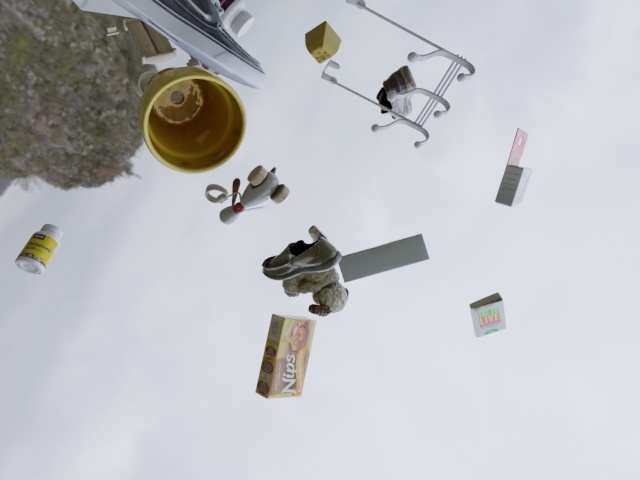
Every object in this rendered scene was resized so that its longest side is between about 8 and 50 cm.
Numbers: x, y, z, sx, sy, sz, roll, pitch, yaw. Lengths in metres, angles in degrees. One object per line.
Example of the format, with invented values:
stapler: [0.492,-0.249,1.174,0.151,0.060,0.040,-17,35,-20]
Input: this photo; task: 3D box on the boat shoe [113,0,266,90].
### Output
boat shoe: [-0.208,-0.369,0.761,0.102,0.301,0.108,-59,-160,2]

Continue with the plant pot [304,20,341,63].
plant pot: [0.005,-0.569,1.340,0.081,0.081,0.083,-18,-128,35]

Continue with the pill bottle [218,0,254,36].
pill bottle: [-0.304,-0.735,1.427,0.108,0.193,0.108,-45,-169,11]

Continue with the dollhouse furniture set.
dollhouse furniture set: [-0.633,-0.736,1.851,0.356,0.303,0.174,-23,168,-23]

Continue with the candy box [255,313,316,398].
candy box: [-0.135,0.459,1.826,0.088,0.183,0.316,9,-95,45]

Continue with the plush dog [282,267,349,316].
plush dog: [0.020,0.177,1.781,0.211,0.263,0.225,-39,-101,45]

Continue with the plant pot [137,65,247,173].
plant pot: [-0.349,-0.336,1.188,0.254,0.254,0.239,-46,-135,7]

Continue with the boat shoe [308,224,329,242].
boat shoe: [0.001,-0.002,1.812,0.056,0.153,0.048,-43,-130,-13]

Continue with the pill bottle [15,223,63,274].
pill bottle: [-0.670,0.018,1.100,0.065,0.065,0.116,-22,-138,33]

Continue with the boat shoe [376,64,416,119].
boat shoe: [0.280,-0.561,1.787,0.130,0.355,0.132,-21,-100,3]

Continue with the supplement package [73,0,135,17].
supplement package: [-0.441,-0.654,0.970,0.198,0.199,0.262,13,-100,10]

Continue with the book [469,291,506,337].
book: [0.507,0.230,1.392,0.096,0.144,0.035,-20,-142,6]

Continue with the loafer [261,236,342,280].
loafer: [-0.061,0.038,1.197,0.251,0.087,0.094,-14,-155,34]

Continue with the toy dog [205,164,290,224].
toy dog: [-0.277,-0.199,1.854,0.334,0.220,0.160,-12,-143,20]

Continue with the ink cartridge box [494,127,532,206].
ink cartridge box: [0.664,-0.240,1.525,0.060,0.275,0.238,21,-73,26]

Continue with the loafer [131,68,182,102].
loafer: [-0.439,-0.428,1.400,0.092,0.269,0.101,15,-102,54]

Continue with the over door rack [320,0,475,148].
over door rack: [0.147,-0.373,1.037,0.108,0.324,0.239,-50,174,-30]

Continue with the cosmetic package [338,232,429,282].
cosmetic package: [0.235,0.054,1.624,0.285,0.377,0.097,-19,-93,13]
